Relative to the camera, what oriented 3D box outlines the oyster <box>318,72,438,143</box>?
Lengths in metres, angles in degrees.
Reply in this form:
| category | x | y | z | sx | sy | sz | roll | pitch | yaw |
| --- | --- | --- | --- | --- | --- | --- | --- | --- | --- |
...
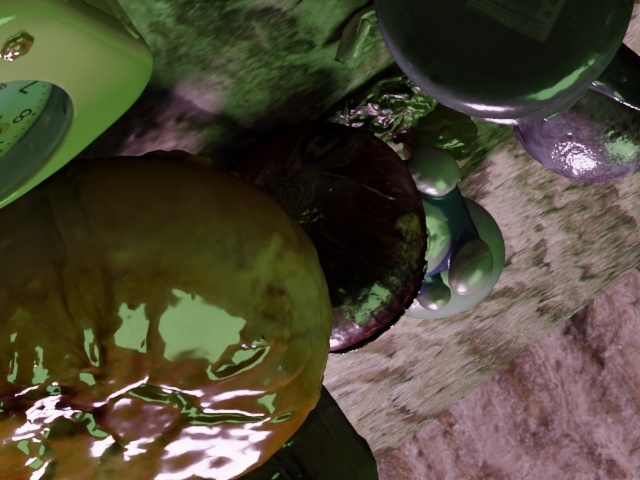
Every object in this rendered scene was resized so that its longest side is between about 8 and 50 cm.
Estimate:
| category | x | y | z | sx | sy | sz | roll | pitch | yaw |
| --- | --- | --- | --- | --- | --- | --- | --- | --- | --- |
| oyster | 0.070 | -0.140 | 1.707 | 0.177 | 0.056 | 0.105 | -31 | 156 | 5 |

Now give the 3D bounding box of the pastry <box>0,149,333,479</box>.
| category | x | y | z | sx | sy | sz | roll | pitch | yaw |
| --- | --- | --- | --- | --- | --- | --- | --- | --- | --- |
| pastry | -0.188 | 0.077 | 1.406 | 0.410 | 0.245 | 0.409 | -8 | 140 | -6 |

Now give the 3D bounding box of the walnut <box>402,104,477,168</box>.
| category | x | y | z | sx | sy | sz | roll | pitch | yaw |
| --- | --- | --- | --- | --- | --- | --- | --- | --- | --- |
| walnut | 0.140 | -0.118 | 1.844 | 0.092 | 0.092 | 0.092 | -31 | 163 | -11 |

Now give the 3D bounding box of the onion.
| category | x | y | z | sx | sy | sz | roll | pitch | yaw |
| --- | --- | --- | --- | --- | --- | --- | --- | --- | --- |
| onion | 0.000 | 0.000 | 1.614 | 0.246 | 0.246 | 0.190 | -40 | 147 | 18 |

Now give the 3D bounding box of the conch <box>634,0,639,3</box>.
| category | x | y | z | sx | sy | sz | roll | pitch | yaw |
| --- | --- | --- | --- | --- | --- | --- | --- | --- | --- |
| conch | 0.298 | -0.312 | 1.511 | 0.187 | 0.124 | 0.181 | -15 | 140 | -44 |

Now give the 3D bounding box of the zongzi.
| category | x | y | z | sx | sy | sz | roll | pitch | yaw |
| --- | --- | --- | --- | --- | --- | --- | --- | --- | --- |
| zongzi | -0.130 | 0.278 | 1.962 | 0.393 | 0.356 | 0.174 | -45 | 170 | 38 |

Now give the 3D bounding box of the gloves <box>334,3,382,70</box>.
| category | x | y | z | sx | sy | sz | roll | pitch | yaw |
| --- | --- | --- | --- | --- | --- | --- | --- | --- | --- |
| gloves | 0.035 | -0.192 | 1.510 | 0.081 | 0.037 | 0.044 | -48 | -173 | 8 |

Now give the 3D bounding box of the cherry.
| category | x | y | z | sx | sy | sz | roll | pitch | yaw |
| --- | --- | --- | --- | --- | --- | --- | --- | --- | --- |
| cherry | 0.327 | -0.156 | 1.909 | 0.195 | 0.195 | 0.195 | -31 | 163 | -11 |

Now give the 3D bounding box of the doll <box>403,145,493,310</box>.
| category | x | y | z | sx | sy | sz | roll | pitch | yaw |
| --- | --- | --- | --- | --- | --- | --- | --- | --- | --- |
| doll | 0.049 | 0.003 | 1.784 | 0.258 | 0.154 | 0.228 | -27 | 122 | 0 |

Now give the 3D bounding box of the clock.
| category | x | y | z | sx | sy | sz | roll | pitch | yaw |
| --- | --- | --- | --- | --- | --- | --- | --- | --- | --- |
| clock | -0.282 | -0.084 | 1.112 | 0.308 | 0.096 | 0.235 | -38 | 164 | 11 |

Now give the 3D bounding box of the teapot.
| category | x | y | z | sx | sy | sz | roll | pitch | yaw |
| --- | --- | --- | --- | --- | --- | --- | --- | --- | --- |
| teapot | 0.212 | -0.210 | 1.446 | 0.305 | 0.223 | 0.285 | -3 | 175 | 8 |

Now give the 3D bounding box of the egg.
| category | x | y | z | sx | sy | sz | roll | pitch | yaw |
| --- | --- | --- | --- | --- | --- | --- | --- | --- | --- |
| egg | 0.149 | 0.020 | 2.081 | 0.236 | 0.169 | 0.169 | -9 | 150 | -47 |
